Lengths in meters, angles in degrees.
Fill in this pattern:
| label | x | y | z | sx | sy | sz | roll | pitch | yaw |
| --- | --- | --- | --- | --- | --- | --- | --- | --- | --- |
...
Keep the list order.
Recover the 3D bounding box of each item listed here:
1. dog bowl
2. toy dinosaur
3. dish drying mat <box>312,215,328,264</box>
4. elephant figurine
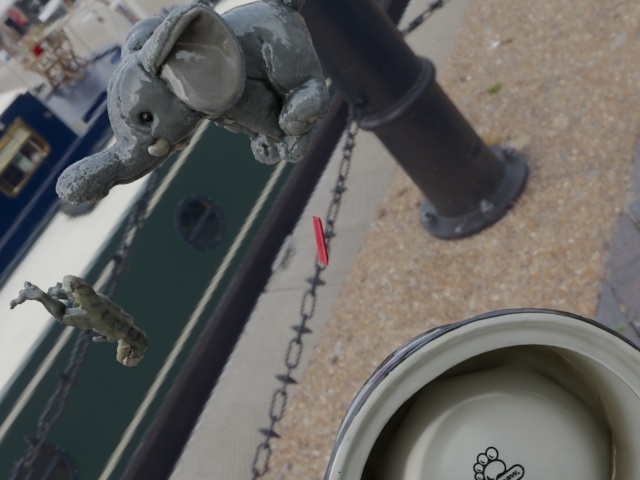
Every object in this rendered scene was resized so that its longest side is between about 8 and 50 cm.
| label | x | y | z | sx | sy | sz | roll | pitch | yaw |
| --- | --- | --- | --- | --- | --- | --- | --- | --- | --- |
| dog bowl | 0.189 | 0.267 | 0.907 | 0.408 | 0.408 | 0.150 | -47 | 9 | -4 |
| toy dinosaur | -0.283 | 0.078 | 0.990 | 0.118 | 0.268 | 0.064 | 15 | 70 | 14 |
| dish drying mat | 0.000 | 0.000 | 1.454 | 0.008 | 0.083 | 0.032 | -16 | 13 | -24 |
| elephant figurine | -0.123 | -0.148 | 0.792 | 0.169 | 0.240 | 0.186 | -49 | 51 | 46 |
